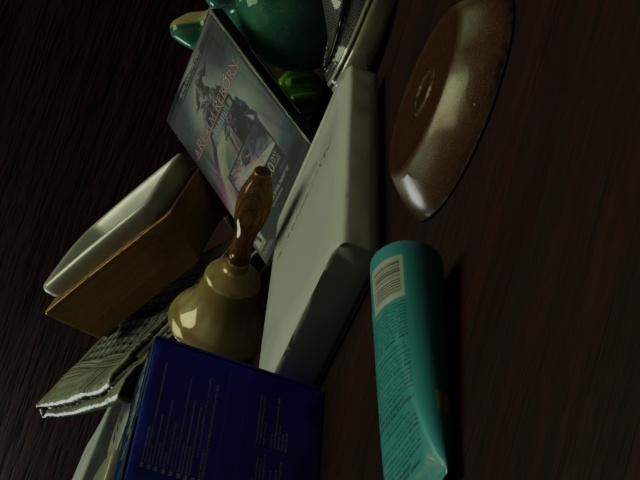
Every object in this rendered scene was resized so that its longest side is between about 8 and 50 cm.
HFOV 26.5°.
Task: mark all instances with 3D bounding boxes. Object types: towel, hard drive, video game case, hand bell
[{"bbox_3d":[-0.228,0.114,1.836,0.312,0.056,0.324,-45,14,-30],"label":"towel"},{"bbox_3d":[0.000,0.000,1.382,0.353,0.047,0.233,-85,17,-57],"label":"hard drive"},{"bbox_3d":[-0.096,-0.131,1.722,0.274,0.026,0.196,53,137,26],"label":"video game case"},{"bbox_3d":[-0.091,0.011,1.546,0.126,0.126,0.242,-83,8,-50],"label":"hand bell"}]

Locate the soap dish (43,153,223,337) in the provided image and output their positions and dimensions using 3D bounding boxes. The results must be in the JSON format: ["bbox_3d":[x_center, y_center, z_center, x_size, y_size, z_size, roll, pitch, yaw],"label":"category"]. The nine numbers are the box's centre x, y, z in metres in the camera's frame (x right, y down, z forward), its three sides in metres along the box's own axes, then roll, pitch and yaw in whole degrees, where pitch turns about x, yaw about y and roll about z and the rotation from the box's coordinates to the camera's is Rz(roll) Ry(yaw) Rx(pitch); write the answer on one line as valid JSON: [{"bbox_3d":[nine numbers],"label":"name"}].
[{"bbox_3d":[-0.254,0.006,1.932,0.229,0.118,0.291,-38,11,15],"label":"soap dish"}]

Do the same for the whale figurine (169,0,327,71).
[{"bbox_3d":[-0.076,-0.281,1.806,0.272,0.216,0.141,-14,71,36],"label":"whale figurine"}]

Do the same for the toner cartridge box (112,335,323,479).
[{"bbox_3d":[-0.092,0.233,1.103,0.348,0.165,0.075,-84,15,-56],"label":"toner cartridge box"}]

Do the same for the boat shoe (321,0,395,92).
[{"bbox_3d":[0.010,-0.330,1.618,0.127,0.158,0.340,124,163,-56],"label":"boat shoe"}]

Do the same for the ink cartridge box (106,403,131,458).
[{"bbox_3d":[-0.199,0.259,1.750,0.176,0.128,0.127,-122,51,-79],"label":"ink cartridge box"}]

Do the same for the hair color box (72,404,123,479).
[{"bbox_3d":[-0.336,0.394,2.173,0.185,0.114,0.374,-60,9,25],"label":"hair color box"}]

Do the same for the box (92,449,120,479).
[{"bbox_3d":[-0.202,0.371,1.496,0.127,0.149,0.232,127,160,-60],"label":"box"}]

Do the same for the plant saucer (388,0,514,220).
[{"bbox_3d":[0.097,-0.115,1.095,0.198,0.036,0.198,-161,90,-81],"label":"plant saucer"}]

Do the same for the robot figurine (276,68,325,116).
[{"bbox_3d":[-0.032,-0.201,1.876,0.115,0.067,0.101,173,87,-79],"label":"robot figurine"}]

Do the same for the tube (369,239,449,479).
[{"bbox_3d":[0.060,0.089,0.893,0.207,0.052,0.080,-89,15,-45],"label":"tube"}]

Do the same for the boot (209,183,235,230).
[{"bbox_3d":[-0.088,-0.089,1.874,0.203,0.095,0.262,-122,29,-55],"label":"boot"}]
